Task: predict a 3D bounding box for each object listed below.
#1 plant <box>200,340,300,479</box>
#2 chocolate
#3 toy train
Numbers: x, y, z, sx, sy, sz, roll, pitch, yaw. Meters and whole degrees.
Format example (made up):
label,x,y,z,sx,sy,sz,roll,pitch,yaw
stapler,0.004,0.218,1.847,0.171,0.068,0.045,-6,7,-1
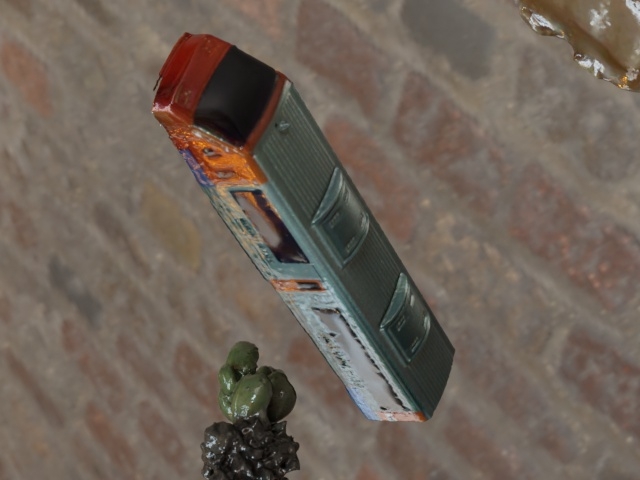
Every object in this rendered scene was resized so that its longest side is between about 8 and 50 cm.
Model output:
label,x,y,z,sx,sy,sz,roll,pitch,yaw
plant,-0.055,0.151,1.165,0.087,0.174,0.085,-26,127,29
chocolate,0.247,-0.217,1.079,0.148,0.214,0.093,42,155,19
toy train,0.000,0.000,1.205,0.089,0.086,0.409,1,142,31
